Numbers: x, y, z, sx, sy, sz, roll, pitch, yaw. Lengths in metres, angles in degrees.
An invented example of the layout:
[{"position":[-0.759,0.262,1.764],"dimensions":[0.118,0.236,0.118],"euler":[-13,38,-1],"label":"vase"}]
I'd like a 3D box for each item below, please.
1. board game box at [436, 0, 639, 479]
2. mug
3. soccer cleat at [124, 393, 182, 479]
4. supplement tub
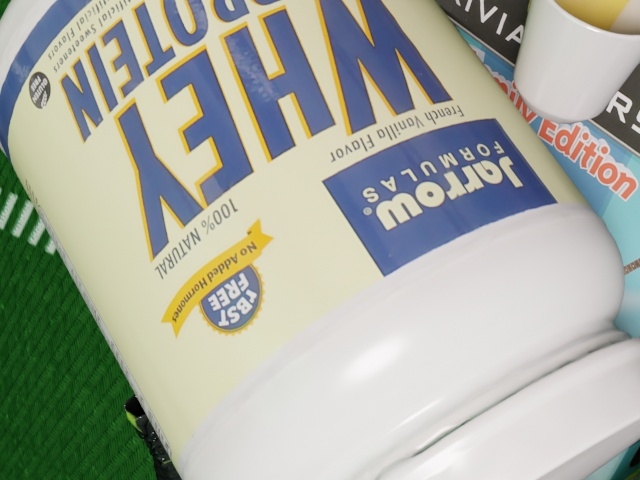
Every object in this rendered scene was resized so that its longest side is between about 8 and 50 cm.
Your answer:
[{"position":[0.127,-0.011,0.666],"dimensions":[0.254,0.079,0.336],"euler":[44,134,33],"label":"board game box"},{"position":[0.124,-0.094,0.539],"dimensions":[0.062,0.078,0.064],"euler":[23,135,6],"label":"mug"},{"position":[-0.154,0.175,1.092],"dimensions":[0.060,0.072,0.179],"euler":[32,127,41],"label":"soccer cleat"},{"position":[0.000,0.000,0.571],"dimensions":[0.325,0.235,0.235],"euler":[57,140,20],"label":"supplement tub"}]
